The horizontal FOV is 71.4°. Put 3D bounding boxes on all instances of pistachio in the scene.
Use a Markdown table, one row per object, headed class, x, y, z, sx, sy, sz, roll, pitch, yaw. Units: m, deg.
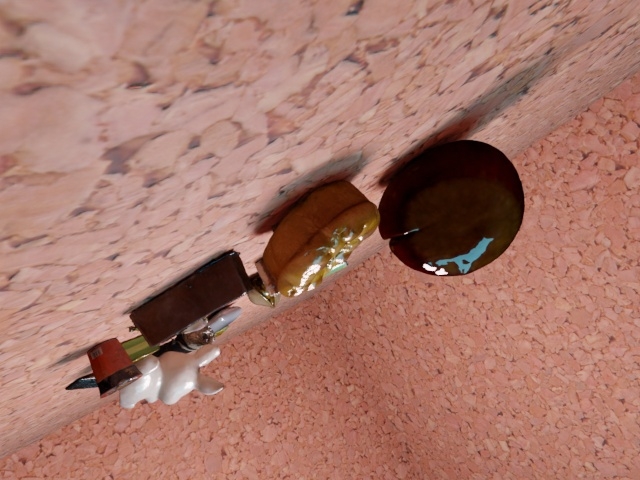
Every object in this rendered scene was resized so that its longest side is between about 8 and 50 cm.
| class | x | y | z | sx | sy | sz | roll | pitch | yaw |
| --- | --- | --- | --- | --- | --- | --- | --- | --- | --- |
| pistachio | -0.206 | 0.188 | 1.651 | 0.129 | 0.131 | 0.206 | -38 | 167 | -9 |

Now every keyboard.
| class | x | y | z | sx | sy | sz | roll | pitch | yaw |
| --- | --- | --- | --- | --- | --- | --- | --- | --- | --- |
| keyboard | -0.778 | 0.538 | 1.737 | 0.103 | 0.041 | 0.381 | -35 | 159 | 25 |

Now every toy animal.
| class | x | y | z | sx | sy | sz | roll | pitch | yaw |
| --- | --- | --- | --- | --- | --- | --- | --- | --- | --- |
| toy animal | -0.542 | 0.478 | 1.612 | 0.367 | 0.196 | 0.241 | 9 | 145 | -33 |

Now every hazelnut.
| class | x | y | z | sx | sy | sz | roll | pitch | yaw |
| --- | --- | --- | --- | --- | --- | --- | --- | --- | --- |
| hazelnut | 0.393 | -0.087 | 1.335 | 0.429 | 0.402 | 0.402 | -46 | 167 | 18 |

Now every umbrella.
| class | x | y | z | sx | sy | sz | roll | pitch | yaw |
| --- | --- | --- | --- | --- | --- | --- | --- | --- | --- |
| umbrella | -0.587 | 0.425 | 1.822 | 0.358 | 0.106 | 0.113 | -25 | 141 | 26 |

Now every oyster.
| class | x | y | z | sx | sy | sz | roll | pitch | yaw |
| --- | --- | --- | --- | --- | --- | --- | --- | --- | --- |
| oyster | -0.445 | 0.248 | 1.432 | 0.191 | 0.081 | 0.163 | -18 | 150 | 14 |

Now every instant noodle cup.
| class | x | y | z | sx | sy | sz | roll | pitch | yaw |
| --- | --- | --- | --- | --- | --- | --- | --- | --- | --- |
| instant noodle cup | -0.600 | 0.361 | 1.282 | 0.127 | 0.135 | 0.127 | -31 | 171 | -5 |

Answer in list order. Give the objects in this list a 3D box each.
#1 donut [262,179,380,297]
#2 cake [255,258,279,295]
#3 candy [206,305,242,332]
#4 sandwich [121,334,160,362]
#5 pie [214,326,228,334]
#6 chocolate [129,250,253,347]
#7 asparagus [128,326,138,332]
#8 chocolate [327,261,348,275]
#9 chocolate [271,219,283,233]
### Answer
| class | x | y | z | sx | sy | sz | roll | pitch | yaw |
| --- | --- | --- | --- | --- | --- | --- | --- | --- | --- |
| donut | 0.000 | 0.000 | 1.107 | 0.317 | 0.150 | 0.299 | -42 | 166 | 3 |
| cake | -0.121 | 0.098 | 1.445 | 0.147 | 0.135 | 0.134 | -26 | 172 | 2 |
| candy | -0.437 | 0.349 | 1.946 | 0.174 | 0.071 | 0.138 | -38 | 168 | 32 |
| sandwich | -0.586 | 0.347 | 1.443 | 0.116 | 0.074 | 0.074 | -27 | 171 | -27 |
| pie | -0.582 | 0.469 | 2.149 | 0.302 | 0.067 | 0.302 | -29 | 171 | -5 |
| chocolate | -0.320 | 0.154 | 1.151 | 0.321 | 0.112 | 0.112 | -32 | 174 | 5 |
| asparagus | -0.541 | 0.264 | 1.328 | 0.127 | 0.018 | 0.015 | 87 | 28 | -80 |
| chocolate | -0.015 | 0.143 | 2.141 | 0.291 | 0.110 | 0.110 | -29 | 171 | 3 |
| chocolate | -0.090 | -0.029 | 1.162 | 0.064 | 0.031 | 0.100 | -34 | 170 | -9 |
